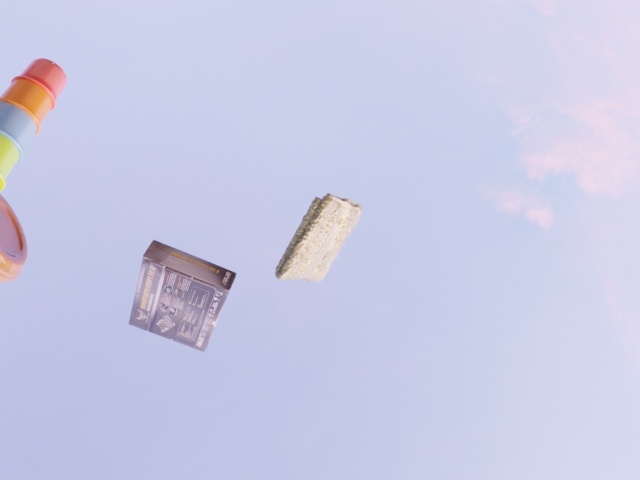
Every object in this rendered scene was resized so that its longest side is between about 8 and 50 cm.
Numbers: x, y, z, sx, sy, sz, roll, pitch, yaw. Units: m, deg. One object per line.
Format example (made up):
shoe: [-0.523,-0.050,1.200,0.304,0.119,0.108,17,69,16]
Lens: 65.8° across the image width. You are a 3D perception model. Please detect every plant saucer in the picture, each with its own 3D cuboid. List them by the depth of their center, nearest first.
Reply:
plant saucer: [-0.594,-0.022,0.901,0.037,0.200,0.200,-22,-109,-8]

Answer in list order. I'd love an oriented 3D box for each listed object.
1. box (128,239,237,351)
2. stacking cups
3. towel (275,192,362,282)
box: [-0.298,0.125,1.054,0.182,0.231,0.056,22,-141,-6]
stacking cups: [-0.512,-0.181,0.794,0.095,0.096,0.317,15,-123,-10]
towel: [0.000,0.000,0.726,0.027,0.148,0.110,43,-161,32]
